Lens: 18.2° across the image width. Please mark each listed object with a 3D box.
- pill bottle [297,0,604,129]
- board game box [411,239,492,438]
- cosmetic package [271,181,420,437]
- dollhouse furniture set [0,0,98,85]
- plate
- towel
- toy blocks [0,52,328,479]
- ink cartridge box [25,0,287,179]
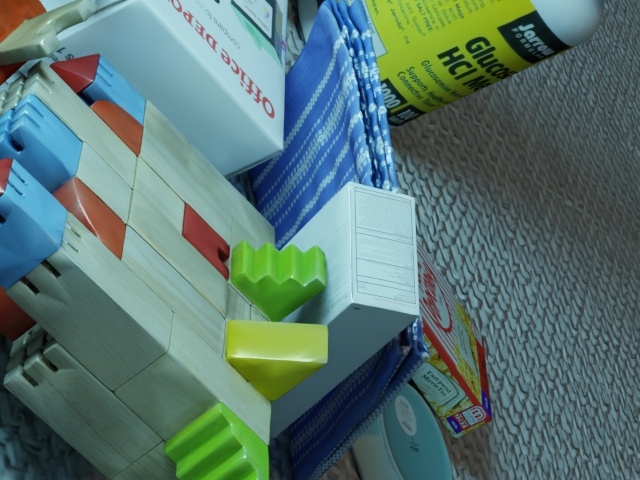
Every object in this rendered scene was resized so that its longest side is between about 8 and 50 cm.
[{"bbox_3d":[0.160,-0.252,1.991,0.188,0.334,0.188,45,32,-39],"label":"pill bottle"},{"bbox_3d":[0.094,0.071,1.896,0.193,0.045,0.147,55,17,-25],"label":"board game box"},{"bbox_3d":[-0.006,0.057,1.484,0.060,0.239,0.099,14,59,-22],"label":"cosmetic package"},{"bbox_3d":[-0.266,-0.221,1.314,0.262,0.135,0.259,-49,116,-39],"label":"dollhouse furniture set"},{"bbox_3d":[0.079,0.189,1.810,0.188,0.024,0.188,45,32,-39],"label":"plate"},{"bbox_3d":[0.000,0.000,1.609,0.040,0.243,0.336,5,58,-22],"label":"towel"},{"bbox_3d":[-0.151,0.001,1.347,0.261,0.191,0.381,46,19,-22],"label":"toy blocks"},{"bbox_3d":[-0.124,-0.203,1.582,0.201,0.117,0.278,46,32,-40],"label":"ink cartridge box"}]
